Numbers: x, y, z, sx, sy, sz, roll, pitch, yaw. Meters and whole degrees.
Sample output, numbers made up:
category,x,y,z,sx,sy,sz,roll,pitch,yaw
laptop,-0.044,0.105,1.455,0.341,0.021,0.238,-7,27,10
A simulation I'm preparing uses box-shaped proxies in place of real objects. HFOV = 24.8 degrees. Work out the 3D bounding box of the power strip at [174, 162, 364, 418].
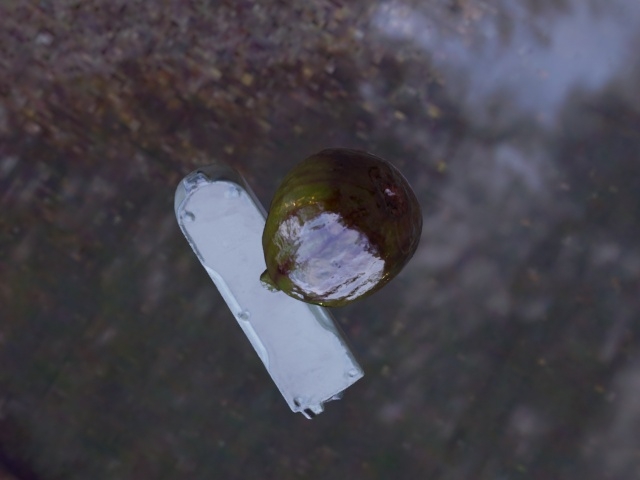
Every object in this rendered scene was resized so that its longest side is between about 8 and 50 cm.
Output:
category,x,y,z,sx,sy,sz,roll,pitch,yaw
power strip,-0.052,0.044,1.347,0.286,0.080,0.048,58,-176,-29

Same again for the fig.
category,x,y,z,sx,sy,sz,roll,pitch,yaw
fig,0.000,0.000,1.023,0.109,0.103,0.154,38,134,-24
